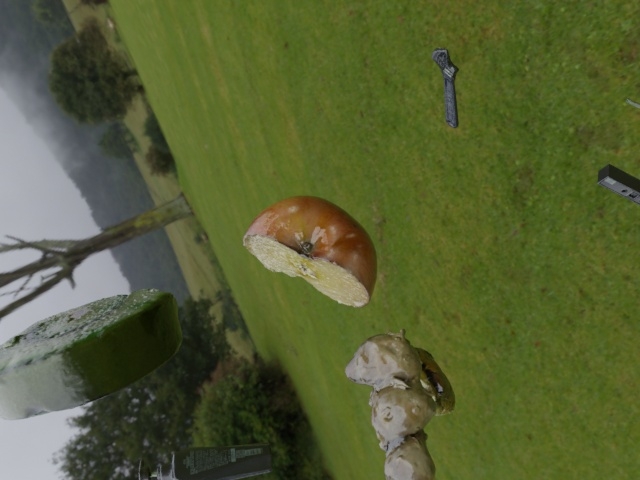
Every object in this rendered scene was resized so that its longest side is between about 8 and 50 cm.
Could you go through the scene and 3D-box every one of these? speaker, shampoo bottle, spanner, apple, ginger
[{"bbox_3d":[0.805,-0.131,1.473,0.191,0.046,0.040,24,150,-9],"label":"speaker"},{"bbox_3d":[-0.120,0.239,0.606,0.048,0.137,0.027,-111,20,-54],"label":"shampoo bottle"},{"bbox_3d":[0.217,-0.255,0.975,0.046,0.012,0.208,37,172,27],"label":"spanner"},{"bbox_3d":[0.000,0.000,1.205,0.292,0.163,0.251,25,160,6],"label":"apple"},{"bbox_3d":[0.100,0.220,0.741,0.080,0.104,0.204,54,-162,-63],"label":"ginger"}]

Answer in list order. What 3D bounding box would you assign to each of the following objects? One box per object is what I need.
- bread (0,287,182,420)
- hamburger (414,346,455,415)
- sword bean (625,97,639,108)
[{"bbox_3d":[-0.460,0.205,1.129,0.366,0.381,0.129,5,115,63],"label":"bread"},{"bbox_3d":[0.260,0.344,1.426,0.206,0.130,0.183,17,-144,-54],"label":"hamburger"},{"bbox_3d":[0.658,-0.268,1.162,0.083,0.012,0.012,26,161,8],"label":"sword bean"}]
